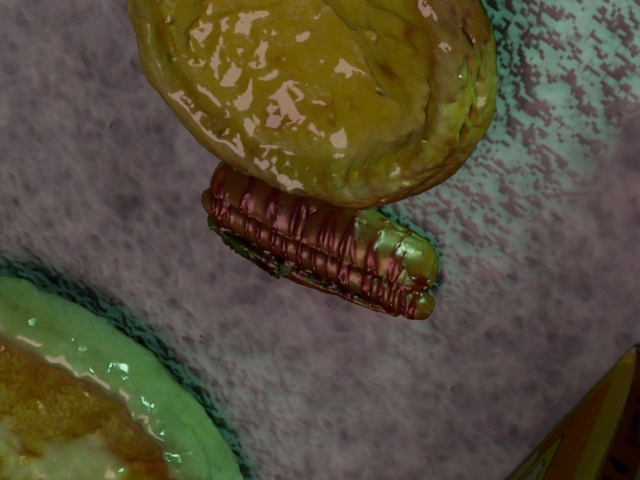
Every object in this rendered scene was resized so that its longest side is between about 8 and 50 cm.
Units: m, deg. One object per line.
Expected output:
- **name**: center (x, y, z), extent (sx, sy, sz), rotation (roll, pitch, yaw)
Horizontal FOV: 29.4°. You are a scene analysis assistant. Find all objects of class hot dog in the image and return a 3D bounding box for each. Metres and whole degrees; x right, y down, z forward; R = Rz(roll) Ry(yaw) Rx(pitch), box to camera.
- **hot dog**: center (0.000, 0.001, 0.666), extent (0.144, 0.038, 0.062), rotation (27, 124, 11)

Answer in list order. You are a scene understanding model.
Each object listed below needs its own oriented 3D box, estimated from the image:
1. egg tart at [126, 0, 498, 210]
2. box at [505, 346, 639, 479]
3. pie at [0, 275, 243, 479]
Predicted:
- **egg tart**: center (0.000, -0.099, 0.582), extent (0.191, 0.074, 0.191), rotation (18, 133, 21)
- **box**: center (0.182, 0.249, 0.571), extent (0.283, 0.259, 0.214), rotation (36, 124, 5)
- **pie**: center (-0.201, 0.164, 0.832), extent (0.339, 0.077, 0.339), rotation (12, 117, 24)
